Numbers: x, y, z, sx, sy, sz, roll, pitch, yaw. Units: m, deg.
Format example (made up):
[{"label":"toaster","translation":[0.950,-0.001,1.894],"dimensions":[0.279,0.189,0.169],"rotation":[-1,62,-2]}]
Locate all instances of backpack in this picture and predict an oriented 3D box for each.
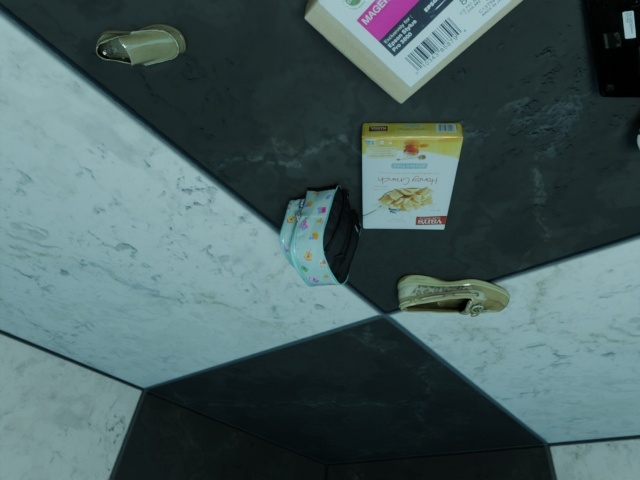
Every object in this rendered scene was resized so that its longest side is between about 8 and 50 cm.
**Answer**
[{"label":"backpack","translation":[0.000,0.000,0.876],"dimensions":[0.144,0.188,0.166],"rotation":[-8,138,18]}]

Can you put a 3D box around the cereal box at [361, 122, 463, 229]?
[{"label":"cereal box","translation":[0.167,-0.114,0.822],"dimensions":[0.173,0.047,0.240],"rotation":[1,140,8]}]

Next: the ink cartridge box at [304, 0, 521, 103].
[{"label":"ink cartridge box","translation":[0.124,-0.326,0.547],"dimensions":[0.193,0.088,0.234],"rotation":[30,136,-26]}]

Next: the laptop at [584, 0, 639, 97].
[{"label":"laptop","translation":[0.475,-0.301,0.488],"dimensions":[0.264,0.136,0.234],"rotation":[28,158,55]}]

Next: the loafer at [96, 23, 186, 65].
[{"label":"loafer","translation":[-0.284,-0.302,0.671],"dimensions":[0.148,0.050,0.056],"rotation":[-1,140,11]}]

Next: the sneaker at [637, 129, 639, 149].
[{"label":"sneaker","translation":[0.556,-0.222,0.618],"dimensions":[0.083,0.084,0.215],"rotation":[-12,139,-21]}]

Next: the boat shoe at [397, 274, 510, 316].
[{"label":"boat shoe","translation":[0.337,0.156,1.083],"dimensions":[0.285,0.089,0.105],"rotation":[5,140,3]}]
